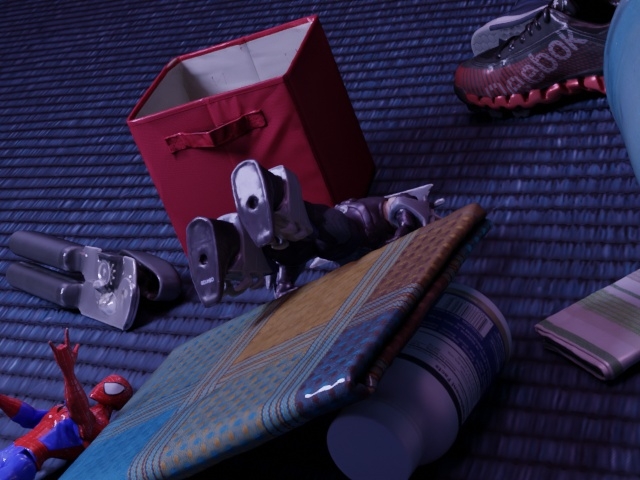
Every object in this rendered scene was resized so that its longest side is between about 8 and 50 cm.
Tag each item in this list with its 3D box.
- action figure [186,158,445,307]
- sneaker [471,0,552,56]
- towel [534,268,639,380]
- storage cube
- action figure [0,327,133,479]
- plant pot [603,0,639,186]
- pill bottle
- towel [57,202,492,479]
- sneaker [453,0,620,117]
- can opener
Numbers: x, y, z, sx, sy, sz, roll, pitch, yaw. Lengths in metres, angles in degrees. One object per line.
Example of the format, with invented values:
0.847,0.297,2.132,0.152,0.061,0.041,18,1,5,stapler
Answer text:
0.000,0.000,1.499,0.185,0.099,0.285,-33,-20,30,action figure
0.305,-0.272,1.942,0.163,0.086,0.226,-39,26,-30,sneaker
0.260,0.059,1.308,0.152,0.023,0.113,-26,24,-15,towel
-0.068,-0.100,1.750,0.183,0.193,0.215,-15,24,18,storage cube
-0.285,0.170,1.411,0.280,0.139,0.091,-32,25,-30,action figure
0.358,-0.075,1.230,0.271,0.272,0.255,-16,33,15,plant pot
0.073,0.112,1.254,0.094,0.094,0.169,-6,27,35,pill bottle
-0.048,0.108,1.316,0.370,0.040,0.271,-27,14,38,towel
0.256,-0.213,1.789,0.276,0.135,0.097,-6,29,38,sneaker
-0.247,0.040,1.791,0.095,0.076,0.283,3,6,-33,can opener
